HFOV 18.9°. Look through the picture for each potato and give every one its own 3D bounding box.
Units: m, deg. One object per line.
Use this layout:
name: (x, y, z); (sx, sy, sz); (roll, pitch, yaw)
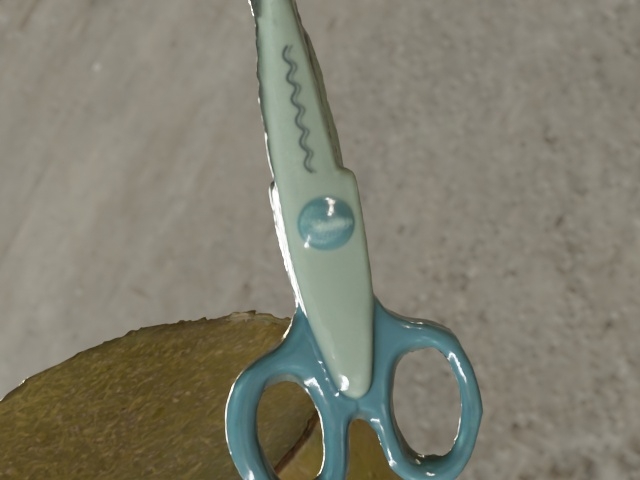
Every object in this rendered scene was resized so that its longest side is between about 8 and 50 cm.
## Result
potato: (-0.115, 0.296, 1.674); (0.442, 0.319, 0.385); (-16, 32, 32)

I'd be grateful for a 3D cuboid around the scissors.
scissors: (0.000, 0.000, 1.006); (0.041, 0.138, 0.289); (-154, 52, -81)
